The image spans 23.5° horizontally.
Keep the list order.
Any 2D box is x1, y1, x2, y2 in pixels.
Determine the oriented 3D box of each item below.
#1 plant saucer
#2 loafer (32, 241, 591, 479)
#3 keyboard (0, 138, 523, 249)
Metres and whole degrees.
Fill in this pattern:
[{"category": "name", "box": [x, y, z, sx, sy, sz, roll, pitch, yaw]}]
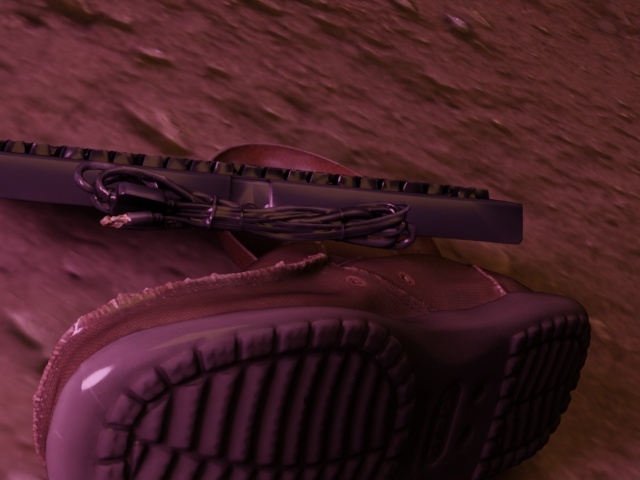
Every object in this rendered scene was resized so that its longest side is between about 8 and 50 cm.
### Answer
[{"category": "plant saucer", "box": [0.000, 0.000, 0.953, 0.168, 0.029, 0.168, 21, 29, -13]}, {"category": "loafer", "box": [-0.010, 0.070, 0.756, 0.130, 0.134, 0.366, 28, 16, 35]}, {"category": "keyboard", "box": [-0.041, -0.027, 0.821, 0.317, 0.033, 0.201, 4, 9, -18]}]
